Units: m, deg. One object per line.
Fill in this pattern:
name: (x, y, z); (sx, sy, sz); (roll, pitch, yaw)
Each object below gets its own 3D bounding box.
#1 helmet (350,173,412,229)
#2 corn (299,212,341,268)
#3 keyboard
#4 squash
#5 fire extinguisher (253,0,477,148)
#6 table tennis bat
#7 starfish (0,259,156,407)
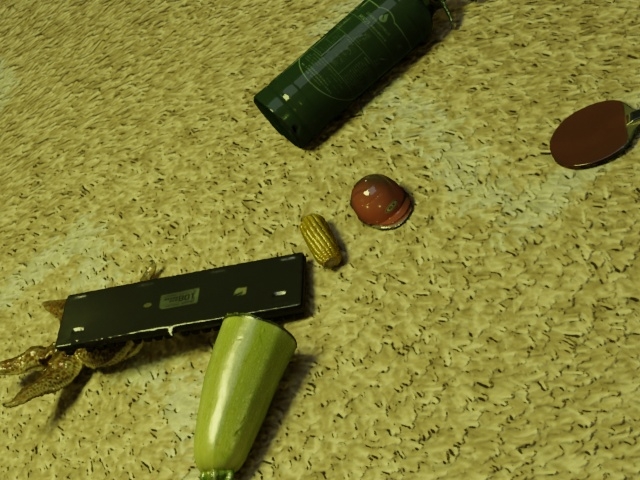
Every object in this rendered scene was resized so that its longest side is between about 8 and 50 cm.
helmet: (0.069, -0.053, 1.723); (0.065, 0.049, 0.084); (-49, 40, -14)
corn: (0.000, 0.000, 1.736); (0.037, 0.037, 0.092); (-33, 42, 6)
keyboard: (-0.169, 0.082, 1.740); (0.317, 0.027, 0.106); (-9, 43, 12)
squash: (-0.094, 0.197, 1.594); (0.094, 0.094, 0.224); (-5, 57, 34)
fire extinguisher: (0.061, -0.251, 1.888); (0.311, 0.095, 0.114); (-43, 78, -4)
table tennis bat: (0.336, -0.130, 1.624); (0.158, 0.014, 0.095); (-20, 41, 24)
starfish: (-0.319, 0.123, 1.838); (0.236, 0.062, 0.277); (12, 52, 44)
